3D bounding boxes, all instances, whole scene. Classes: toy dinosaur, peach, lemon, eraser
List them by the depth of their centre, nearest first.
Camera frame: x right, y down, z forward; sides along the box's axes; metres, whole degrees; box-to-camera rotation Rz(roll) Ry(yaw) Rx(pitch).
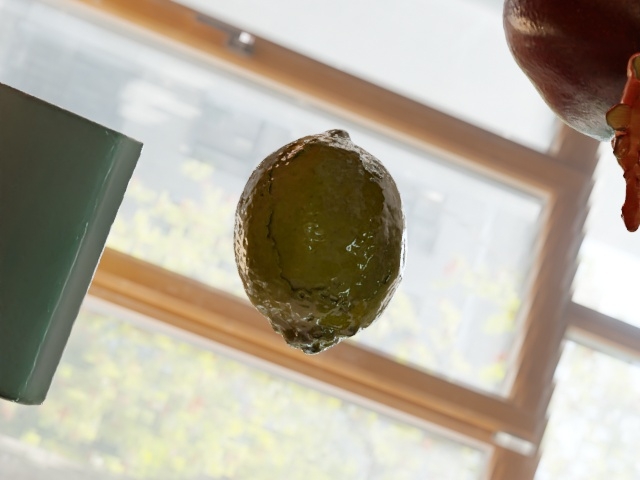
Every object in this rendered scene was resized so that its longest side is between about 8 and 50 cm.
[{"bbox_3d":[0.319,-0.150,1.703,0.117,0.070,0.288,13,88,-71],"label":"toy dinosaur"},{"bbox_3d":[-0.310,0.001,1.756,0.104,0.189,0.290,19,93,-67],"label":"eraser"},{"bbox_3d":[0.320,-0.234,1.911,0.274,0.245,0.249,-141,-111,-86],"label":"peach"},{"bbox_3d":[0.000,0.000,2.003,0.204,0.204,0.260,145,-48,-70],"label":"lemon"}]
